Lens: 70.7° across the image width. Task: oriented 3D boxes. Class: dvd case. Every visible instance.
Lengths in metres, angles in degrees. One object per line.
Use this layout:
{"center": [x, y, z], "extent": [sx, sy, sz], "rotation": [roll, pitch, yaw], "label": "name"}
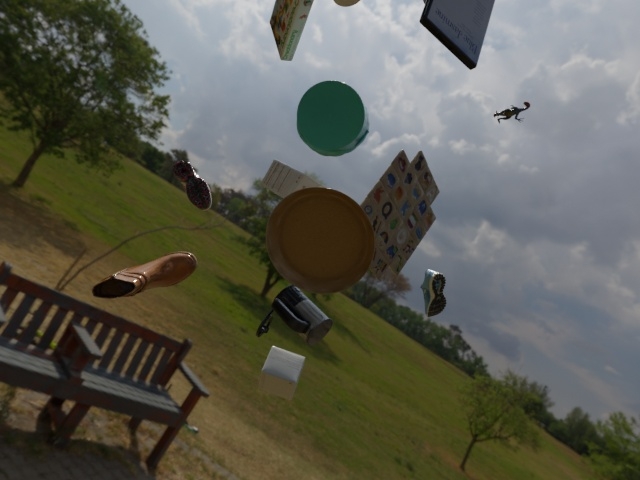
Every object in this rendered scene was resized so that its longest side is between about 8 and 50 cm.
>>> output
{"center": [0.330, -0.553, 1.058], "extent": [0.180, 0.253, 0.022], "rotation": [29, -19, -27], "label": "dvd case"}

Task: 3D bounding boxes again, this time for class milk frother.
{"center": [-0.071, 0.206, 1.094], "extent": [0.129, 0.143, 0.135], "rotation": [-8, 41, -48], "label": "milk frother"}

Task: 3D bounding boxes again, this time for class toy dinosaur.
{"center": [0.513, -0.349, 1.207], "extent": [0.090, 0.082, 0.047], "rotation": [-91, 156, -56], "label": "toy dinosaur"}

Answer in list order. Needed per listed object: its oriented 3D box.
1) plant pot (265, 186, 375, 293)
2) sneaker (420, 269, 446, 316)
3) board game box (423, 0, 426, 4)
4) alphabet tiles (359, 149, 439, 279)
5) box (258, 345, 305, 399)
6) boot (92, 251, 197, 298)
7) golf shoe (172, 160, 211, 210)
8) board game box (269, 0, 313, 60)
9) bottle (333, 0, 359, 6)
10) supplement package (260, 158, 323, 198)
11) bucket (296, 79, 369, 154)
{"center": [0.000, 0.000, 0.963], "extent": [0.236, 0.236, 0.032], "rotation": [31, 20, 2], "label": "plant pot"}
{"center": [0.343, 0.160, 1.385], "extent": [0.064, 0.162, 0.073], "rotation": [-9, 25, -19], "label": "sneaker"}
{"center": [0.403, -0.864, 1.369], "extent": [0.232, 0.141, 0.291], "rotation": [9, -39, 56], "label": "board game box"}
{"center": [0.219, -0.070, 1.258], "extent": [0.011, 0.342, 0.285], "rotation": [19, -25, 46], "label": "alphabet tiles"}
{"center": [-0.107, 0.366, 1.243], "extent": [0.102, 0.087, 0.101], "rotation": [18, -47, 3], "label": "box"}
{"center": [-0.370, 0.080, 0.965], "extent": [0.152, 0.197, 0.072], "rotation": [-156, -134, -86], "label": "boot"}
{"center": [-0.368, -0.155, 1.341], "extent": [0.186, 0.068, 0.086], "rotation": [55, -8, 25], "label": "golf shoe"}
{"center": [-0.105, -0.828, 1.613], "extent": [0.053, 0.192, 0.305], "rotation": [-8, -21, -23], "label": "board game box"}
{"center": [0.029, -0.594, 0.897], "extent": [0.118, 0.282, 0.092], "rotation": [2, -24, -32], "label": "bottle"}
{"center": [-0.099, -0.187, 1.523], "extent": [0.105, 0.105, 0.179], "rotation": [26, 6, -45], "label": "supplement package"}
{"center": [0.042, -0.441, 1.646], "extent": [0.281, 0.281, 0.183], "rotation": [31, 9, 2], "label": "bucket"}
